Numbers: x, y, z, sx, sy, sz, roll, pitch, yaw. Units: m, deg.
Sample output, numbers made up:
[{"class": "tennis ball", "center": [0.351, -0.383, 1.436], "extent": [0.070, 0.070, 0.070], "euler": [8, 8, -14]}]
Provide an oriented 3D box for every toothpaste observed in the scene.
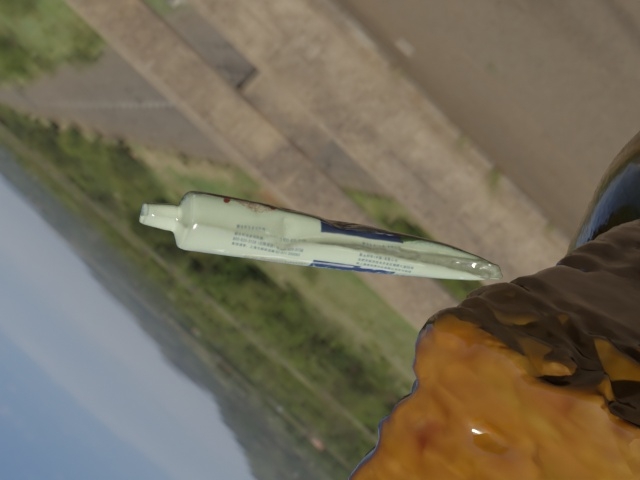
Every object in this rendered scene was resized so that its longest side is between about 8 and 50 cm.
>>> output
[{"class": "toothpaste", "center": [0.000, 0.000, 0.954], "extent": [0.234, 0.038, 0.060], "euler": [9, -173, -17]}]

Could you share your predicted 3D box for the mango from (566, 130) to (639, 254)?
[{"class": "mango", "center": [0.201, 0.000, 0.801], "extent": [0.138, 0.113, 0.253], "euler": [65, 159, 2]}]

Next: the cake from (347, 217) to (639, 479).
[{"class": "cake", "center": [0.142, 0.111, 0.485], "extent": [0.199, 0.196, 0.293], "euler": [25, -158, 25]}]
